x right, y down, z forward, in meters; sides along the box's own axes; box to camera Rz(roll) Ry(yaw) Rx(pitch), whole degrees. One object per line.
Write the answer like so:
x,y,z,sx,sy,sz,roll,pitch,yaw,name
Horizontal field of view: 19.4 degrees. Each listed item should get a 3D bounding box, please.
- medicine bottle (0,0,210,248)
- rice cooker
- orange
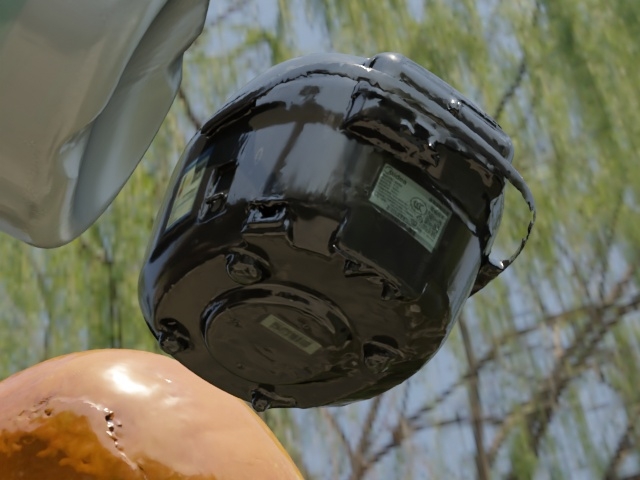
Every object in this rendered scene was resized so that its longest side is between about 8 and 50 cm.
-0.210,-0.121,0.585,0.351,0.110,0.110,27,-55,5,medicine bottle
0.001,-0.001,0.827,0.142,0.118,0.203,33,-36,-14,rice cooker
-0.139,0.212,1.235,0.284,0.284,0.226,-33,-16,18,orange
